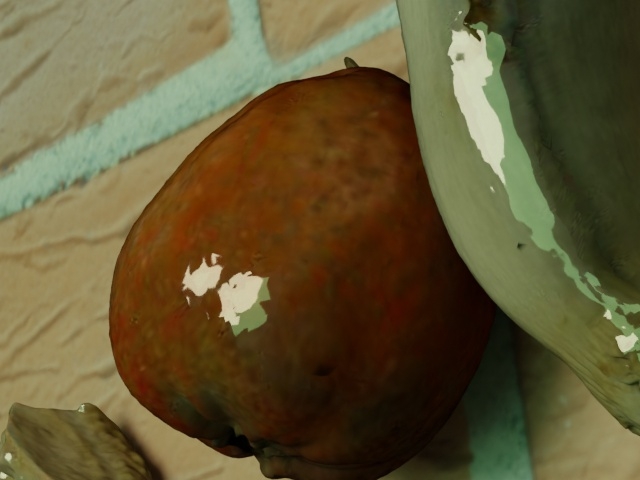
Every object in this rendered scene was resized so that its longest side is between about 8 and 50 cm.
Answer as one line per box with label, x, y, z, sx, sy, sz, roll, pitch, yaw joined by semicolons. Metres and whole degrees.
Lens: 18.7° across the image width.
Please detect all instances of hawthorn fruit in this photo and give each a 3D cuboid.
hawthorn fruit;0.000;0.000;1.090;0.210;0.210;0.262;-6;59;44

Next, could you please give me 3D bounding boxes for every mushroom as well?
mushroom;0.129;-0.073;0.992;0.126;0.177;0.397;97;167;-74

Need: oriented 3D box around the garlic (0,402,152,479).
garlic;-0.192;0.279;1.253;0.279;0.132;0.325;33;103;49
